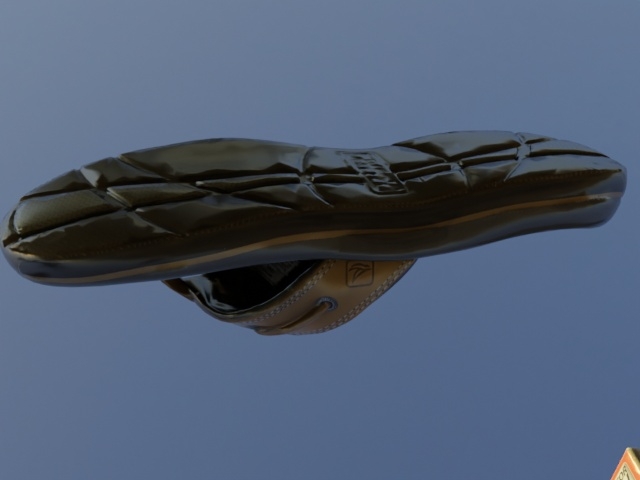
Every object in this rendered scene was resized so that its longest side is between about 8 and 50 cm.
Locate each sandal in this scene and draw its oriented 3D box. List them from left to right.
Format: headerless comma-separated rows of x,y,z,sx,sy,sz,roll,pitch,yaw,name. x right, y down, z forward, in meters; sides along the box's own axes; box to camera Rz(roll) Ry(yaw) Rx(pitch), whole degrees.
0.000,0.000,0.419,0.219,0.060,0.090,-6,-158,-12,sandal

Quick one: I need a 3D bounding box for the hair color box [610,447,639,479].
0.185,0.155,0.518,0.072,0.043,0.141,4,-145,-17,hair color box
